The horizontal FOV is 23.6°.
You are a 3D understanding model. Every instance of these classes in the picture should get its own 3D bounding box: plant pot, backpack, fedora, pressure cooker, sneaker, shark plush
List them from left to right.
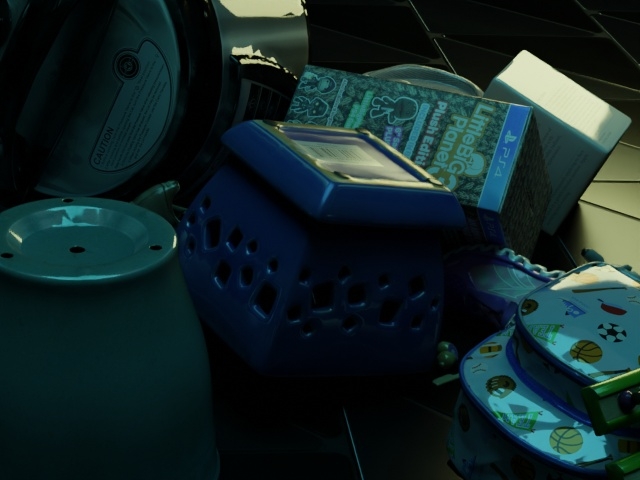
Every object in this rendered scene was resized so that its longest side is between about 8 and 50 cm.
[{"bbox_3d":[-0.224,0.107,1.432,0.271,0.255,0.272,4,24,-2],"label":"plant pot"},{"bbox_3d":[-0.246,-0.220,1.830,0.375,0.370,0.420,-11,5,26],"label":"pressure cooker"},{"bbox_3d":[-0.148,0.007,1.748,0.071,0.188,0.066,-38,45,-2],"label":"sneaker"},{"bbox_3d":[0.000,0.000,1.640,0.236,0.212,0.236,3,26,-37],"label":"plant pot"},{"bbox_3d":[0.137,-0.184,2.267,0.275,0.124,0.244,7,25,7],"label":"fedora"},{"bbox_3d":[0.225,0.078,1.769,0.236,0.095,0.104,13,43,25],"label":"sneaker"},{"bbox_3d":[0.259,0.163,1.462,0.263,0.213,0.276,-29,42,-33],"label":"backpack"},{"bbox_3d":[0.365,0.070,1.876,0.161,0.073,0.067,16,39,-25],"label":"shark plush"}]

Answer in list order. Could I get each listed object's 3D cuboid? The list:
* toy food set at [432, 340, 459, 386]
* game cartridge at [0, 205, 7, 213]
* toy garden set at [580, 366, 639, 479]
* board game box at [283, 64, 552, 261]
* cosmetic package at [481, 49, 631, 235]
[{"bbox_3d":[0.111,0.123,1.724,0.078,0.019,0.122,-16,32,-36],"label":"toy food set"},{"bbox_3d":[-0.432,-0.071,2.019,0.230,0.068,0.355,-13,29,-40],"label":"game cartridge"},{"bbox_3d":[0.349,0.215,1.320,0.203,0.244,0.049,-14,-7,-33],"label":"toy garden set"},{"bbox_3d":[0.117,-0.078,1.877,0.291,0.232,0.141,13,71,19],"label":"board game box"},{"bbox_3d":[0.296,-0.135,2.090,0.183,0.151,0.151,35,32,8],"label":"cosmetic package"}]
